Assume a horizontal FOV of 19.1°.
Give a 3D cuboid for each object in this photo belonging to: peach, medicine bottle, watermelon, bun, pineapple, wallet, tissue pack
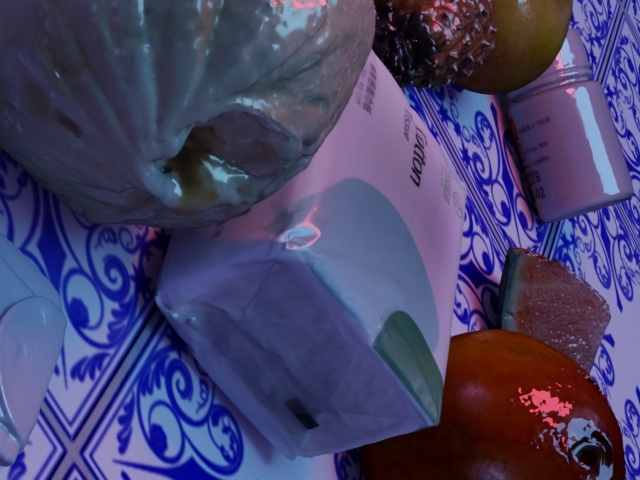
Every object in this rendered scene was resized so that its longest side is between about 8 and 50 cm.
[{"bbox_3d":[0.181,0.216,1.956,0.238,0.281,0.281,40,40,-45],"label":"peach"},{"bbox_3d":[0.339,-0.160,2.659,0.144,0.144,0.252,-11,85,-64],"label":"medicine bottle"},{"bbox_3d":[0.272,0.120,2.412,0.231,0.128,0.146,38,67,-28],"label":"watermelon"},{"bbox_3d":[-0.115,-0.133,1.569,0.349,0.352,0.227,-7,62,-26],"label":"bun"},{"bbox_3d":[0.095,-0.230,2.255,0.278,0.157,0.158,-35,105,-53],"label":"pineapple"},{"bbox_3d":[-0.251,0.077,1.477,0.124,0.032,0.183,50,34,-31],"label":"wallet"},{"bbox_3d":[0.001,-0.001,1.835,0.266,0.193,0.356,52,31,-31],"label":"tissue pack"}]

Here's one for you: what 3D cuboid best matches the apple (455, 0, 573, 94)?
[{"bbox_3d":[0.220,-0.313,2.473,0.261,0.194,0.261,38,42,-45],"label":"apple"}]
